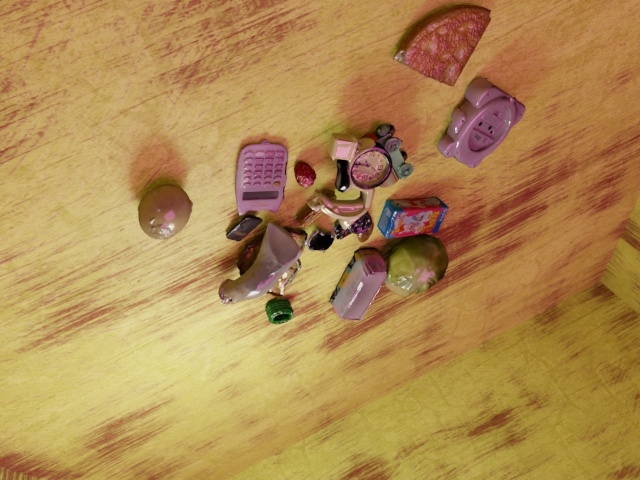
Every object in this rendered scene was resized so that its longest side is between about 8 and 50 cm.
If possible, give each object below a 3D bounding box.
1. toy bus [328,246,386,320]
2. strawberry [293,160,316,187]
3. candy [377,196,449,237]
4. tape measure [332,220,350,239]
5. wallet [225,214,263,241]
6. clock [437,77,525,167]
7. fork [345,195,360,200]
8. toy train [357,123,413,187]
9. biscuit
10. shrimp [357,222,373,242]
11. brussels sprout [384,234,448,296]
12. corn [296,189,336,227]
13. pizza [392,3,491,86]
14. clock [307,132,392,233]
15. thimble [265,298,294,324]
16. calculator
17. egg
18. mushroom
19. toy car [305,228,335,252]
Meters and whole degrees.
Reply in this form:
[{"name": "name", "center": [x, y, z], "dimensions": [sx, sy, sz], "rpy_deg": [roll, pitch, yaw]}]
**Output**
[{"name": "toy bus", "center": [0.200, 0.224, 2.058], "dimensions": [0.171, 0.162, 0.387], "rpy_deg": [3, 127, -30]}, {"name": "strawberry", "center": [-0.058, -0.246, 1.533], "dimensions": [0.083, 0.083, 0.096], "rpy_deg": [-41, 105, 11]}, {"name": "candy", "center": [0.428, -0.109, 1.918], "dimensions": [0.305, 0.100, 0.157], "rpy_deg": [-6, 131, -24]}, {"name": "tape measure", "center": [0.102, -0.052, 1.820], "dimensions": [0.091, 0.054, 0.094], "rpy_deg": [-26, 144, -8]}, {"name": "wallet", "center": [-0.296, -0.047, 1.595], "dimensions": [0.156, 0.018, 0.082], "rpy_deg": [-36, 147, 30]}, {"name": "clock", "center": [0.649, -0.465, 1.694], "dimensions": [0.295, 0.113, 0.322], "rpy_deg": [10, 126, -36]}, {"name": "fork", "center": [0.103, -0.156, 1.689], "dimensions": [0.235, 0.021, 0.039], "rpy_deg": [-22, 138, -39]}, {"name": "toy train", "center": [0.249, -0.323, 1.617], "dimensions": [0.177, 0.116, 0.285], "rpy_deg": [-27, 140, 15]}, {"name": "biscuit", "center": [-0.177, 0.082, 1.764], "dimensions": [0.335, 0.078, 0.329], "rpy_deg": [-38, 129, 4]}, {"name": "shrimp", "center": [0.204, -0.068, 1.876], "dimensions": [0.101, 0.042, 0.190], "rpy_deg": [-34, 142, -28]}, {"name": "brussels sprout", "center": [0.470, 0.125, 2.019], "dimensions": [0.344, 0.268, 0.344], "rpy_deg": [-39, 152, -26]}, {"name": "corn", "center": [-0.017, -0.125, 1.673], "dimensions": [0.207, 0.068, 0.068], "rpy_deg": [-41, 137, 11]}, {"name": "pizza", "center": [0.406, -0.679, 1.375], "dimensions": [0.257, 0.087, 0.269], "rpy_deg": [11, 123, -31]}, {"name": "clock", "center": [0.106, -0.200, 1.536], "dimensions": [0.276, 0.120, 0.379], "rpy_deg": [6, 121, -19]}, {"name": "thimble", "center": [-0.197, 0.343, 1.999], "dimensions": [0.129, 0.090, 0.118], "rpy_deg": [-14, 138, -16]}, {"name": "calculator", "center": [-0.214, -0.226, 1.492], "dimensions": [0.194, 0.043, 0.294], "rpy_deg": [-5, 128, -24]}, {"name": "egg", "center": [-0.510, -0.093, 1.362], "dimensions": [0.164, 0.164, 0.201], "rpy_deg": [21, 120, -41]}, {"name": "mushroom", "center": [-0.245, 0.124, 1.648], "dimensions": [0.177, 0.126, 0.397], "rpy_deg": [39, 102, -5]}, {"name": "toy car", "center": [0.000, 0.000, 1.783], "dimensions": [0.095, 0.056, 0.204], "rpy_deg": [-57, 158, 10]}]
